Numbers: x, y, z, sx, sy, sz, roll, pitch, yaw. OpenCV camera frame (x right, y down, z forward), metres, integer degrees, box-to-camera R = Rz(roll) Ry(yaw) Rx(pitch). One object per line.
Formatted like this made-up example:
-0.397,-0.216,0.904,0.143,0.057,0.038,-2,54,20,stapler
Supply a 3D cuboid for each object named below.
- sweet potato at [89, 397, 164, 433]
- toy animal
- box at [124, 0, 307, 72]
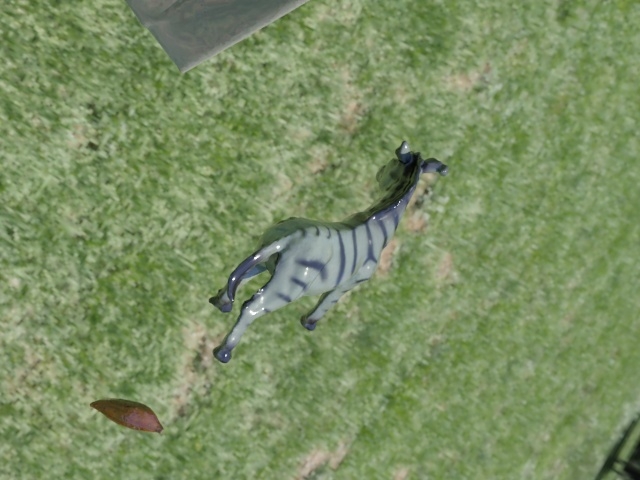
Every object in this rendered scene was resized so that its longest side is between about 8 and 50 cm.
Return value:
-0.230,0.207,1.103,0.034,0.095,0.034,20,90,-89,sweet potato
0.004,0.004,0.746,0.217,0.073,0.176,-17,148,-55,toy animal
-0.106,-0.245,0.340,0.051,0.204,0.365,-48,110,-31,box
